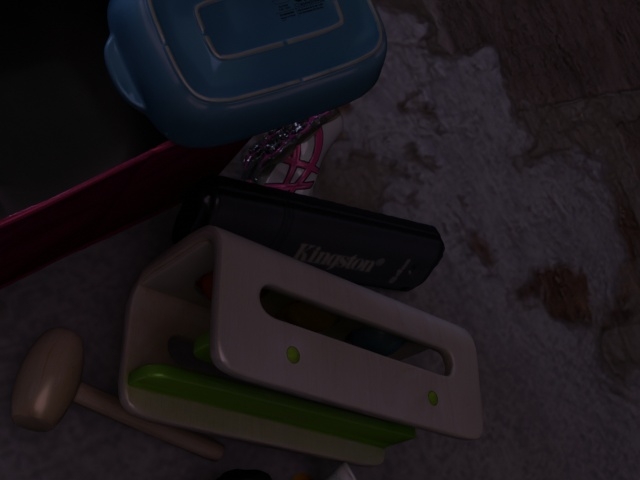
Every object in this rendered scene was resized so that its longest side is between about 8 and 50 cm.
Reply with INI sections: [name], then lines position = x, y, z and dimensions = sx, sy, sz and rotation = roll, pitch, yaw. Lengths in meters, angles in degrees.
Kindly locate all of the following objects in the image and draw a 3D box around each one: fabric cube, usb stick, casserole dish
[fabric cube]
position = -0.206, -0.128, 0.548
dimensions = 0.259, 0.258, 0.254
rotation = -30, 90, -27
[usb stick]
position = 0.000, 0.000, 0.679
dimensions = 0.278, 0.045, 0.077
rotation = 11, 117, -39
[casserole dish]
position = -0.035, -0.127, 0.461
dimensions = 0.188, 0.037, 0.114
rotation = -23, 88, -28

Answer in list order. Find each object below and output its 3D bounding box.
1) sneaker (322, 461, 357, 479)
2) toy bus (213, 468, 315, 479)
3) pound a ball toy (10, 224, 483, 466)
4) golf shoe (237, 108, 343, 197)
[sneaker]
position = 0.085, 0.267, 0.666
dimensions = 0.212, 0.080, 0.094
rotation = 32, 91, -13
[toy bus]
position = -0.084, 0.302, 0.564
dimensions = 0.220, 0.149, 0.212
rotation = -12, 105, -7
[pound a ball toy]
position = -0.051, 0.092, 0.624
dimensions = 0.319, 0.208, 0.136
rotation = 24, 52, -36
[golf shoe]
position = -0.037, -0.049, 0.717
dimensions = 0.186, 0.067, 0.086
rotation = -49, 118, -19
